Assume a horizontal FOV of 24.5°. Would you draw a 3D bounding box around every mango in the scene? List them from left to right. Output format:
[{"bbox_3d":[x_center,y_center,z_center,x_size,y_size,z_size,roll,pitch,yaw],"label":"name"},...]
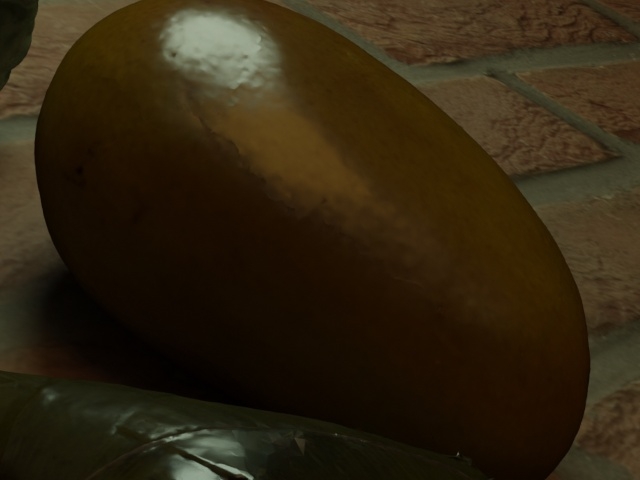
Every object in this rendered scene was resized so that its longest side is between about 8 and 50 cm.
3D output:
[{"bbox_3d":[0.000,0.000,1.030,0.446,0.232,0.300,39,34,15],"label":"mango"}]

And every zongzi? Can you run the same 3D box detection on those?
[{"bbox_3d":[-0.061,0.133,0.834,0.274,0.145,0.300,0,27,-45],"label":"zongzi"}]

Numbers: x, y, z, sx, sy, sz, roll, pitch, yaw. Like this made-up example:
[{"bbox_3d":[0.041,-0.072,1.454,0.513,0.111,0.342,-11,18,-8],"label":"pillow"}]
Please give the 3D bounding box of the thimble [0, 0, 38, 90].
[{"bbox_3d":[-0.326,-0.181,1.149,0.149,0.185,0.211,32,52,22],"label":"thimble"}]
